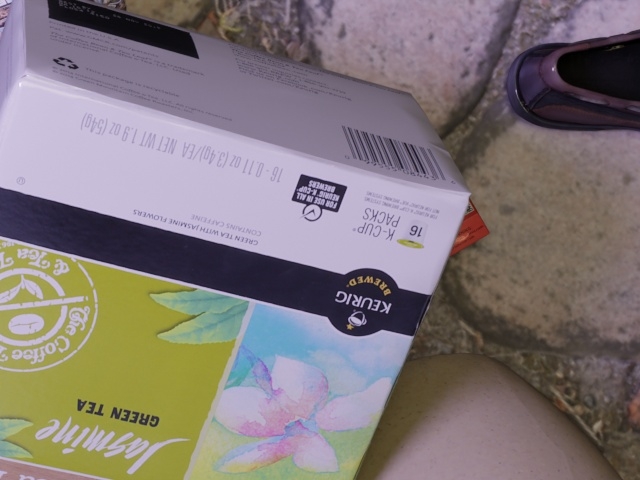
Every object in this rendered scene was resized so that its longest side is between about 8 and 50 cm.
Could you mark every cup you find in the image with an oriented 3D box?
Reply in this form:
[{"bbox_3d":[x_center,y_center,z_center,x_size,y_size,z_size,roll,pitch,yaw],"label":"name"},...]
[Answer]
[{"bbox_3d":[0.111,0.235,1.365,0.331,0.331,0.237,-8,61,-12],"label":"cup"}]

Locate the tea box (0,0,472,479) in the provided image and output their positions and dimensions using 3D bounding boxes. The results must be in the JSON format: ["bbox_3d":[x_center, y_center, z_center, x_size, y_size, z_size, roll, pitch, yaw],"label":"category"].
[{"bbox_3d":[-0.112,0.025,1.233,0.329,0.220,0.323,14,113,-16],"label":"tea box"}]

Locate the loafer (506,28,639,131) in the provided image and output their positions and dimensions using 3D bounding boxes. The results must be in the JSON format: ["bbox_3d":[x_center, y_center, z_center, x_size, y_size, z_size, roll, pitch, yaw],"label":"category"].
[{"bbox_3d":[0.330,-0.151,1.539,0.302,0.095,0.109,-4,85,-12],"label":"loafer"}]

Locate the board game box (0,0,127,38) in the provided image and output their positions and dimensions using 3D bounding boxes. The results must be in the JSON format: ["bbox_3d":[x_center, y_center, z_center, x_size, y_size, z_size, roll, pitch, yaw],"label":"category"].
[{"bbox_3d":[-0.329,-0.194,1.340,0.291,0.141,0.232,-23,59,-13],"label":"board game box"}]

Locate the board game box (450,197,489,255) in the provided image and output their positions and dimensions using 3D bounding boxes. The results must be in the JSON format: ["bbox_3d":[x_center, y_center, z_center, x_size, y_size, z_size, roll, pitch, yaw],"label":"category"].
[{"bbox_3d":[0.000,0.000,1.490,0.281,0.027,0.145,-30,89,-13],"label":"board game box"}]
